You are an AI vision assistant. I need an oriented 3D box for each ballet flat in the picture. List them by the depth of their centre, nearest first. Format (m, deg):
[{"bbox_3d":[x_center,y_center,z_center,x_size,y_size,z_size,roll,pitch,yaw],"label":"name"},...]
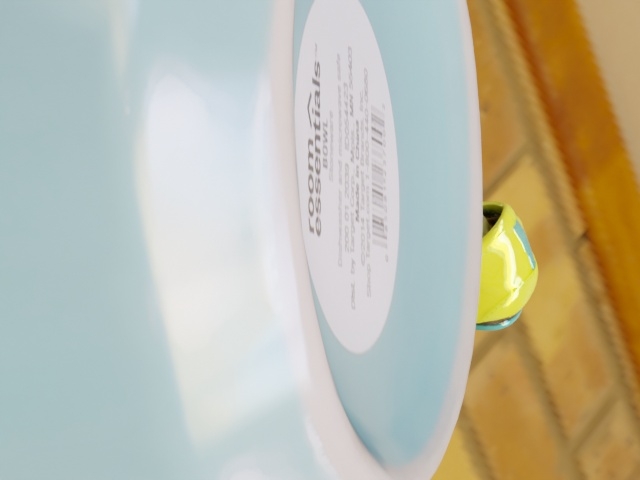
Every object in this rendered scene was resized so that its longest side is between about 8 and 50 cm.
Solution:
[{"bbox_3d":[0.000,0.000,1.024,0.231,0.077,0.077,3,-46,14],"label":"ballet flat"}]

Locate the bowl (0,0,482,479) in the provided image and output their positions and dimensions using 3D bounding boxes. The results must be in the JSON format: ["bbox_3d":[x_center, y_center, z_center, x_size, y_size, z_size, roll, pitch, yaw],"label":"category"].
[{"bbox_3d":[-0.056,-0.022,0.491,0.163,0.311,0.311,-3,-54,17],"label":"bowl"}]
